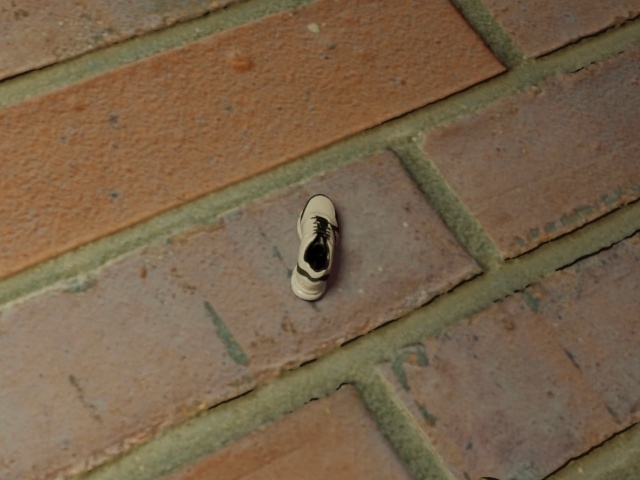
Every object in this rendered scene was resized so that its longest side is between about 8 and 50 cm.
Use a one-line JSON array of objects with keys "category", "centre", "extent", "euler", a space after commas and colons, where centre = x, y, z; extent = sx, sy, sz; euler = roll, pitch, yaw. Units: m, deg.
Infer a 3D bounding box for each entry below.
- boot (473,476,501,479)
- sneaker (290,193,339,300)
[{"category": "boot", "centre": [0.216, 0.237, 1.284], "extent": [0.198, 0.077, 0.137], "euler": [43, 49, -5]}, {"category": "sneaker", "centre": [0.000, 0.000, 1.374], "extent": [0.040, 0.043, 0.109], "euler": [12, 53, -9]}]
